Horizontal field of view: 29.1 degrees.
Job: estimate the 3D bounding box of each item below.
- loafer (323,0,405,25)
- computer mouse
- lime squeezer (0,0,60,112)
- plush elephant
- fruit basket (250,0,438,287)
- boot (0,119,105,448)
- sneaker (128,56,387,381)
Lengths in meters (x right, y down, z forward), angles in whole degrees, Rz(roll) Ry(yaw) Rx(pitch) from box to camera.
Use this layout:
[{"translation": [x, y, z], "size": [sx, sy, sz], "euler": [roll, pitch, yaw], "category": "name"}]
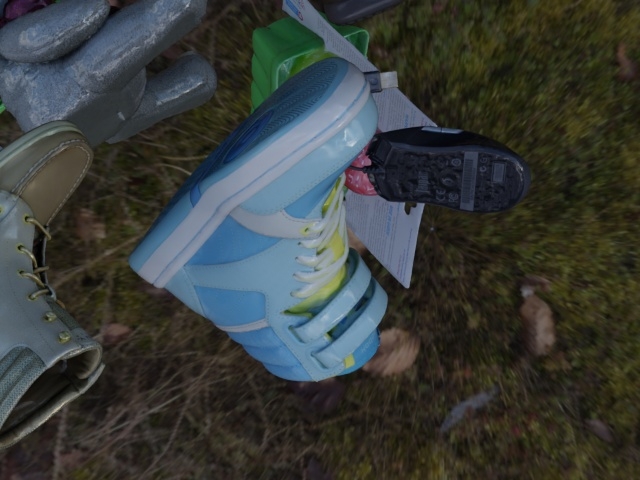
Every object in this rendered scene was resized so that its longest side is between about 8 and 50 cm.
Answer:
[{"translation": [0.144, -0.364, 1.419], "size": [0.366, 0.134, 0.130], "euler": [-18, 104, 26], "category": "loafer"}, {"translation": [0.105, -0.119, 1.384], "size": [0.262, 0.060, 0.184], "euler": [1, 129, 11], "category": "computer mouse"}, {"translation": [-0.381, -0.294, 1.705], "size": [0.059, 0.110, 0.310], "euler": [22, 97, 28], "category": "lime squeezer"}, {"translation": [-0.302, -0.226, 1.347], "size": [0.330, 0.272, 0.255], "euler": [-34, 77, -4], "category": "plush elephant"}, {"translation": [0.045, -0.152, 1.740], "size": [0.165, 0.327, 0.353], "euler": [-30, 56, -28], "category": "fruit basket"}, {"translation": [-0.207, 0.028, 0.897], "size": [0.165, 0.077, 0.213], "euler": [36, 81, 28], "category": "boot"}, {"translation": [0.000, 0.000, 0.947], "size": [0.208, 0.319, 0.127], "euler": [41, 56, -9], "category": "sneaker"}]
